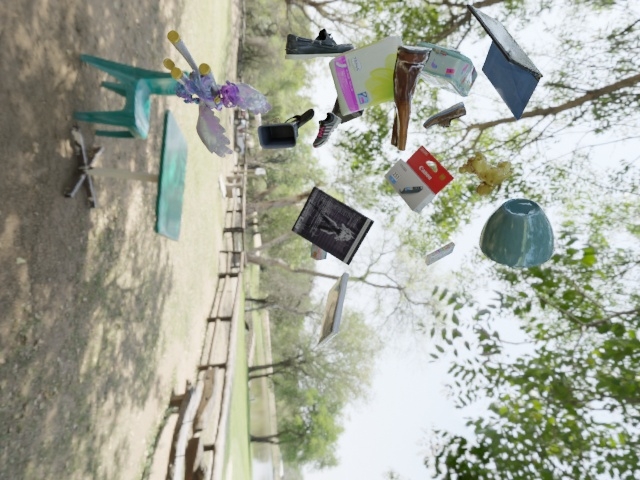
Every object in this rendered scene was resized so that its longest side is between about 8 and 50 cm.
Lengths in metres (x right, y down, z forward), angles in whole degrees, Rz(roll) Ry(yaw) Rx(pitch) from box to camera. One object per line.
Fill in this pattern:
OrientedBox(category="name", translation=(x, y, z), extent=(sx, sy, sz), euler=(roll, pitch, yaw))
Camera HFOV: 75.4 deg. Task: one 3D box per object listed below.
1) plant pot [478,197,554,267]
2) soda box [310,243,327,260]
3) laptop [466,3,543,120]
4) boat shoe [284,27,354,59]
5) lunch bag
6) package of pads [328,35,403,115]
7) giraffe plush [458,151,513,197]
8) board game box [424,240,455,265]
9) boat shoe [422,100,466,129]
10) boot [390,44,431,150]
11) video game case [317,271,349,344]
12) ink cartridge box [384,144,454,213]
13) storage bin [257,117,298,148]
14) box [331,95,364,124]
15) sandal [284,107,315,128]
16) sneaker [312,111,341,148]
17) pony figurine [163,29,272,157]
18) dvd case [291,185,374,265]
OrientedBox(category="plant pot", translation=(0.804, -0.056, 1.689), extent=(0.290, 0.289, 0.196), euler=(-104, -178, -54))
OrientedBox(category="soda box", translation=(0.000, 0.000, 1.971), extent=(0.058, 0.062, 0.183), euler=(24, -68, 44))
OrientedBox(category="laptop", translation=(0.800, -0.805, 1.904), extent=(0.236, 0.407, 0.382), euler=(-47, -128, 43))
OrientedBox(category="boat shoe", translation=(0.002, -0.832, 1.749), extent=(0.127, 0.339, 0.113), euler=(40, -41, 55))
OrientedBox(category="lunch bag", translation=(0.453, -0.636, 1.536), extent=(0.279, 0.224, 0.108), euler=(-7, 126, -61))
OrientedBox(category="package of pads", translation=(0.197, -0.653, 1.640), extent=(0.101, 0.296, 0.229), euler=(-67, 142, -67))
OrientedBox(category="giraffe plush", translation=(0.682, -0.294, 1.743), extent=(0.181, 0.170, 0.210), euler=(-53, 180, 26))
OrientedBox(category="board game box", translation=(0.610, 0.069, 2.117), extent=(0.026, 0.154, 0.103), euler=(60, -6, 25))
OrientedBox(category="boat shoe", translation=(0.513, -0.501, 1.714), extent=(0.066, 0.183, 0.066), euler=(-16, 83, -58))
OrientedBox(category="boot", translation=(0.240, -0.405, 1.204), extent=(0.264, 0.096, 0.281), euler=(-102, -163, -74))
OrientedBox(category="video game case", translation=(0.068, 0.371, 2.214), extent=(0.300, 0.036, 0.329), euler=(120, -14, -60))
OrientedBox(category="ink cartridge box", translation=(0.513, -0.335, 2.194), extent=(0.261, 0.066, 0.296), euler=(-47, -126, 22))
OrientedBox(category="storage bin", translation=(-0.142, -0.383, 1.453), extent=(0.091, 0.135, 0.098), euler=(-67, 153, -59))
OrientedBox(category="box", translation=(0.181, -0.823, 2.376), extent=(0.184, 0.103, 0.262), euler=(-3, -116, 50))
OrientedBox(category="sandal", translation=(-0.097, -0.436, 1.528), extent=(0.040, 0.179, 0.067), euler=(29, 45, -40))
OrientedBox(category="sneaker", translation=(0.012, -0.461, 1.715), extent=(0.074, 0.170, 0.063), euler=(40, -6, -39))
OrientedBox(category="pony figurine", translation=(-0.405, -0.541, 1.538), extent=(0.351, 0.303, 0.363), euler=(47, -1, 15))
OrientedBox(category="dvd case", translation=(0.036, -0.046, 1.312), extent=(0.165, 0.221, 0.018), euler=(-61, 170, 16))
